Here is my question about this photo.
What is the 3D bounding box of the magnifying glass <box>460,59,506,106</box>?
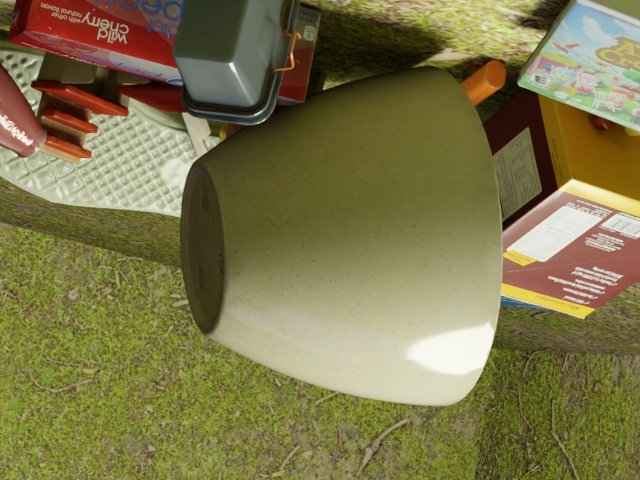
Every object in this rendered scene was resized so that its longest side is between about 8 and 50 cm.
[{"bbox_3d":[0.122,-0.128,1.757,0.026,0.092,0.231,17,160,-19],"label":"magnifying glass"}]

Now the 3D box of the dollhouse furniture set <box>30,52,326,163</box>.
[{"bbox_3d":[-0.166,-0.145,1.789,0.259,0.135,0.262,5,170,38],"label":"dollhouse furniture set"}]

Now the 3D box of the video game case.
[{"bbox_3d":[0.285,-0.132,1.456,0.212,0.023,0.193,21,162,-2],"label":"video game case"}]

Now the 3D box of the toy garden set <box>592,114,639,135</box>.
[{"bbox_3d":[0.393,-0.109,1.623,0.244,0.049,0.204,16,169,-39],"label":"toy garden set"}]

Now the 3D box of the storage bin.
[{"bbox_3d":[-0.071,-0.178,1.487,0.098,0.135,0.091,9,162,15],"label":"storage bin"}]

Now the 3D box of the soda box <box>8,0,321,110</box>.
[{"bbox_3d":[-0.139,-0.191,1.584,0.263,0.092,0.083,14,174,-20],"label":"soda box"}]

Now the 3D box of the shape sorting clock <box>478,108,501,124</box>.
[{"bbox_3d":[0.243,-0.108,1.835,0.206,0.040,0.206,8,167,2],"label":"shape sorting clock"}]

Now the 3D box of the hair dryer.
[{"bbox_3d":[-0.387,-0.191,1.769,0.293,0.080,0.223,42,178,9],"label":"hair dryer"}]

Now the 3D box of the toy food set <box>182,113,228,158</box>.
[{"bbox_3d":[-0.042,-0.096,1.956,0.218,0.071,0.128,-3,148,-1],"label":"toy food set"}]

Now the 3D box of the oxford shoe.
[{"bbox_3d":[-0.236,-0.123,2.041,0.449,0.169,0.130,15,-161,-26],"label":"oxford shoe"}]

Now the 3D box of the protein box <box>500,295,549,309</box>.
[{"bbox_3d":[0.214,0.002,2.299,0.200,0.136,0.201,5,170,35],"label":"protein box"}]

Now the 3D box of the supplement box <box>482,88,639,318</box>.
[{"bbox_3d":[0.242,-0.040,1.729,0.191,0.129,0.194,16,142,-32],"label":"supplement box"}]

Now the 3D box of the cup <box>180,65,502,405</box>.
[{"bbox_3d":[0.000,0.000,1.684,0.237,0.331,0.331,-2,177,-19],"label":"cup"}]
